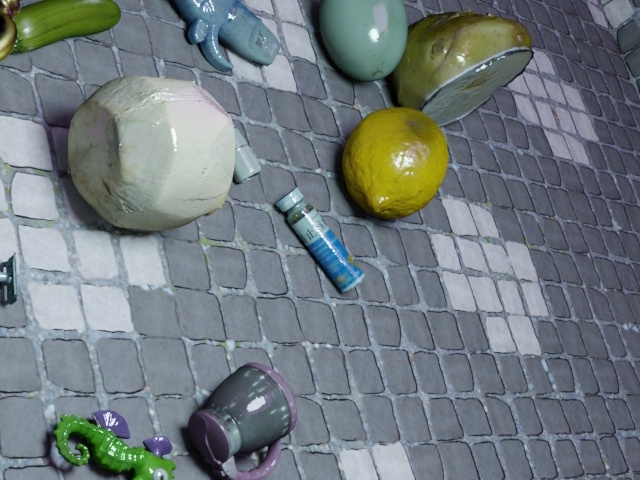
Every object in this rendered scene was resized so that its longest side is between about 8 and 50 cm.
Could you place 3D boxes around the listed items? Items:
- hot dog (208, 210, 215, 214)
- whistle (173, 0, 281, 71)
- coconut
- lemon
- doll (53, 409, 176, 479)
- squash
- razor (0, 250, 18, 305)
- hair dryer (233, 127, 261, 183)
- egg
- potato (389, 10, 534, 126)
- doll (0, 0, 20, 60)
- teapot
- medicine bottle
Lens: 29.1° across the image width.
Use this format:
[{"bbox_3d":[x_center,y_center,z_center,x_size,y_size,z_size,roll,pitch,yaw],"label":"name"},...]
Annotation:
[{"bbox_3d":[-0.210,-0.093,1.902,0.137,0.028,0.044,50,44,-11],"label":"hot dog"},{"bbox_3d":[-0.173,-0.393,2.112,0.269,0.093,0.180,33,67,-29],"label":"whistle"},{"bbox_3d":[-0.224,-0.124,1.748,0.230,0.227,0.227,-2,66,-42],"label":"coconut"},{"bbox_3d":[0.133,-0.141,2.195,0.188,0.188,0.256,42,41,-19],"label":"lemon"},{"bbox_3d":[-0.257,0.275,1.560,0.190,0.050,0.115,36,35,-24],"label":"doll"},{"bbox_3d":[-0.392,-0.329,1.839,0.069,0.069,0.258,58,36,1],"label":"squash"},{"bbox_3d":[-0.444,0.037,1.537,0.135,0.040,0.068,13,54,-37],"label":"razor"},{"bbox_3d":[-0.161,-0.124,1.969,0.137,0.047,0.082,-25,84,-48],"label":"hair dryer"},{"bbox_3d":[0.082,-0.411,2.349,0.168,0.168,0.231,12,61,-43],"label":"egg"},{"bbox_3d":[0.254,-0.365,2.408,0.246,0.300,0.196,-19,78,-37],"label":"potato"},{"bbox_3d":[-0.486,-0.420,1.691,0.318,0.209,0.340,41,40,-3],"label":"doll"},{"bbox_3d":[-0.115,0.257,1.708,0.116,0.148,0.146,32,40,28],"label":"teapot"},{"bbox_3d":[0.000,0.000,2.051,0.191,0.051,0.051,52,37,-7],"label":"medicine bottle"}]
